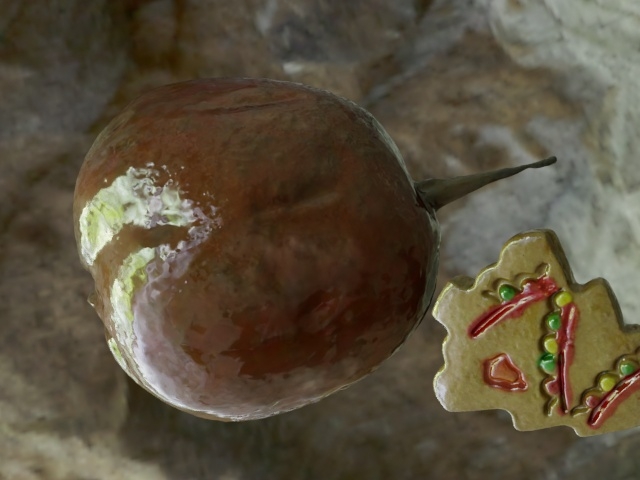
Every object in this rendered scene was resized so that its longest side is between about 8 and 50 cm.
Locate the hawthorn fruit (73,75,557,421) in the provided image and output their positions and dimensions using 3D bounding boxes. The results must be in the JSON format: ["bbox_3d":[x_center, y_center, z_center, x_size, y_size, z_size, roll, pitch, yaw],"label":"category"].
[{"bbox_3d":[-0.017,-0.002,0.587,0.189,0.149,0.149,-17,-22,29],"label":"hawthorn fruit"}]

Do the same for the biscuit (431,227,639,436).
[{"bbox_3d":[0.217,0.105,1.340,0.212,0.239,0.041,-66,-8,25],"label":"biscuit"}]
